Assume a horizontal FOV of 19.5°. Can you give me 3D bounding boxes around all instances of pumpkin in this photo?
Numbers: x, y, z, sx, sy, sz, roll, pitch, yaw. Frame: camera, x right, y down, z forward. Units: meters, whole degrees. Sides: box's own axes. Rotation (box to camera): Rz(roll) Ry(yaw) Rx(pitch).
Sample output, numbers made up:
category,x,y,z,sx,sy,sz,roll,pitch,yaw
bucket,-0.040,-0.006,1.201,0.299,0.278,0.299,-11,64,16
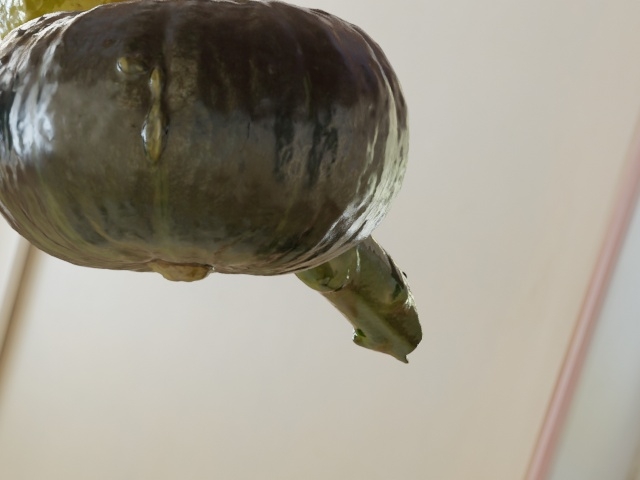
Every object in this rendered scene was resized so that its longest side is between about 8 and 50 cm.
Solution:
category,x,y,z,sx,sy,sz,roll,pitch,yaw
pumpkin,-0.063,-0.056,0.896,0.212,0.152,0.211,-1,169,0

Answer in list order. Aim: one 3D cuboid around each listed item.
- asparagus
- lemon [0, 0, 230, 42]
category,x,y,z,sx,sy,sz,roll,pitch,yaw
asparagus,-0.001,0.000,1.474,0.082,0.085,0.343,-13,147,28
lemon,-0.156,-0.182,1.458,0.231,0.192,0.192,36,180,-32
